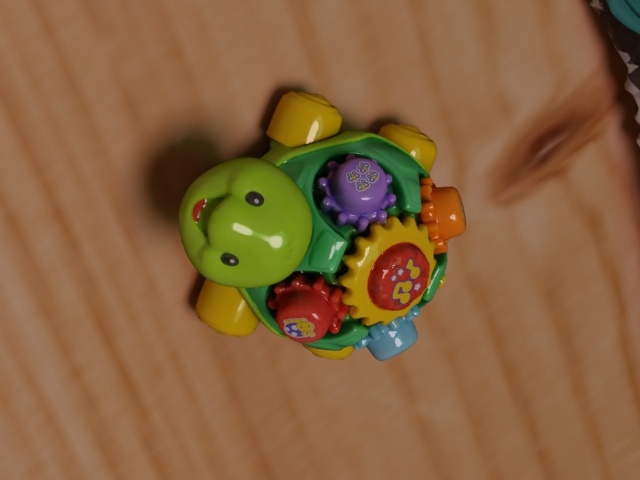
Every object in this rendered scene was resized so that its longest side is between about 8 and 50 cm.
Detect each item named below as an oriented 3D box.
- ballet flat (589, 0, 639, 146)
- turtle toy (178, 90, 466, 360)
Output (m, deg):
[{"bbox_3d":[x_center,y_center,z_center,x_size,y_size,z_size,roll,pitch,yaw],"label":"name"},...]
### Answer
[{"bbox_3d":[0.188,-0.093,0.704,0.147,0.147,0.409,-32,130,-21],"label":"ballet flat"},{"bbox_3d":[0.000,0.000,0.622,0.130,0.066,0.095,15,101,-41],"label":"turtle toy"}]
